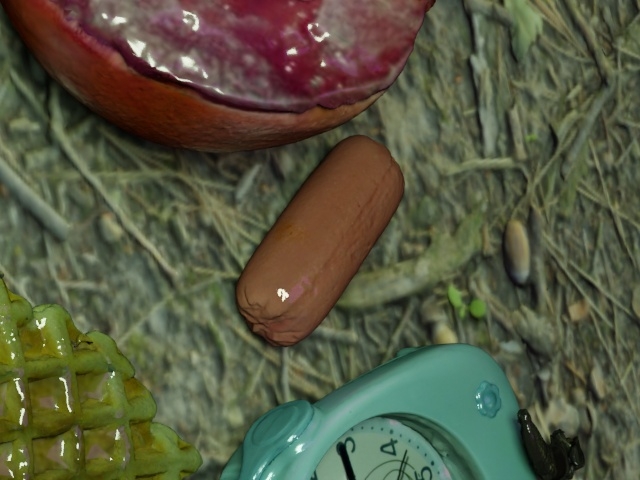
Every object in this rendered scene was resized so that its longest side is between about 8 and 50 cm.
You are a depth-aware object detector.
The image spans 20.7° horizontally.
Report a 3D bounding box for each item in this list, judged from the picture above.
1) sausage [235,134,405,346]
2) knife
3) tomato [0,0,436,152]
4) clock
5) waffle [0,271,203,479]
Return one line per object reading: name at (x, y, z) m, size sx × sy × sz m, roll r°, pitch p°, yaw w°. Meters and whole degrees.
sausage at (0.000, 0.000, 1.124) m, size 0.062 × 0.062 × 0.154 m, roll 50°, pitch 56°, yaw -24°
knife at (0.166, 0.148, 1.201) m, size 0.222 × 0.021 × 0.046 m, roll 33°, pitch 44°, yaw -69°
tomato at (-0.063, -0.199, 1.032) m, size 0.289 × 0.176 × 0.335 m, roll 32°, pitch 62°, yaw -10°
clock at (0.025, 0.194, 1.100) m, size 0.274 × 0.094 × 0.224 m, roll -13°, pitch 92°, yaw -40°
waffle at (-0.176, 0.135, 0.954) m, size 0.208 × 0.054 × 0.214 m, roll 49°, pitch 61°, yaw -29°
